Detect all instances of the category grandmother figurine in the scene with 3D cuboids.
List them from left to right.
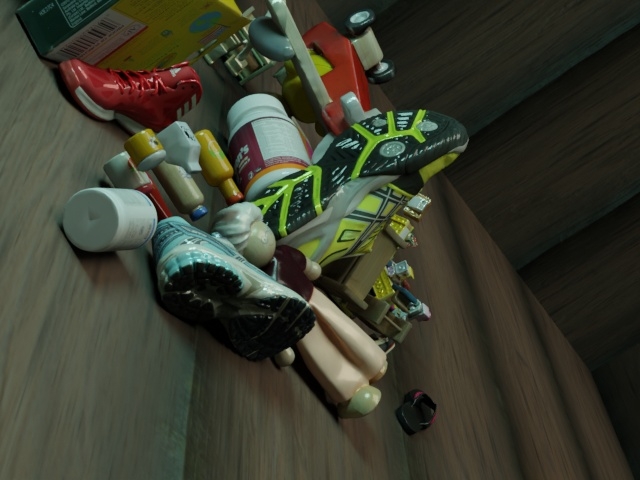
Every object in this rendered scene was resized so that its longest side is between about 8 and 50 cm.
[{"bbox_3d":[-0.033,0.083,1.801,0.342,0.104,0.208,51,20,-22],"label":"grandmother figurine"}]

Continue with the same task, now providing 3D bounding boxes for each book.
[{"bbox_3d":[-0.036,-0.169,2.519,0.096,0.035,0.144,50,15,-38],"label":"book"}]

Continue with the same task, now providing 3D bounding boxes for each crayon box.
[{"bbox_3d":[-0.241,-0.303,1.761,0.081,0.202,0.318,60,13,13],"label":"crayon box"}]

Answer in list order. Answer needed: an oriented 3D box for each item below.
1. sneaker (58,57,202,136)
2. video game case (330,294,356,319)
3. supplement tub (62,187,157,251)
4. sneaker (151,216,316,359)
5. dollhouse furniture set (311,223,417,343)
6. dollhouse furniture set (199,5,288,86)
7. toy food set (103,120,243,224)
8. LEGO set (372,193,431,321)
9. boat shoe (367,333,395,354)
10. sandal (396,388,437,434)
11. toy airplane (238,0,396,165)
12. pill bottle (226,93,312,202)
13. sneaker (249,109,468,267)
[{"bbox_3d":[-0.240,-0.213,1.707,0.087,0.128,0.221,62,14,20],"label":"sneaker"},{"bbox_3d":[0.000,0.000,2.231,0.210,0.042,0.232,50,15,-24],"label":"video game case"},{"bbox_3d":[-0.230,-0.023,1.431,0.071,0.071,0.107,59,14,8],"label":"supplement tub"},{"bbox_3d":[-0.106,0.051,1.620,0.283,0.110,0.122,40,18,-50],"label":"sneaker"},{"bbox_3d":[0.075,0.053,2.098,0.129,0.129,0.184,25,-13,43],"label":"dollhouse furniture set"},{"bbox_3d":[-0.143,-0.311,2.422,0.182,0.101,0.161,54,38,-13],"label":"dollhouse furniture set"},{"bbox_3d":[-0.183,-0.073,1.619,0.104,0.111,0.232,57,11,4],"label":"toy food set"},{"bbox_3d":[0.157,0.053,2.464,0.107,0.132,0.287,51,36,-44],"label":"LEGO set"},{"bbox_3d":[0.087,0.175,2.127,0.043,0.049,0.137,57,19,-2],"label":"boat shoe"},{"bbox_3d":[0.169,0.284,2.170,0.067,0.040,0.179,57,14,4],"label":"sandal"},{"bbox_3d":[-0.005,-0.229,2.283,0.384,0.272,0.386,13,61,-77],"label":"toy airplane"},{"bbox_3d":[-0.081,-0.130,2.078,0.121,0.121,0.221,44,18,-43],"label":"pill bottle"},{"bbox_3d":[0.058,-0.068,1.971,0.145,0.385,0.147,45,-19,49],"label":"sneaker"}]
